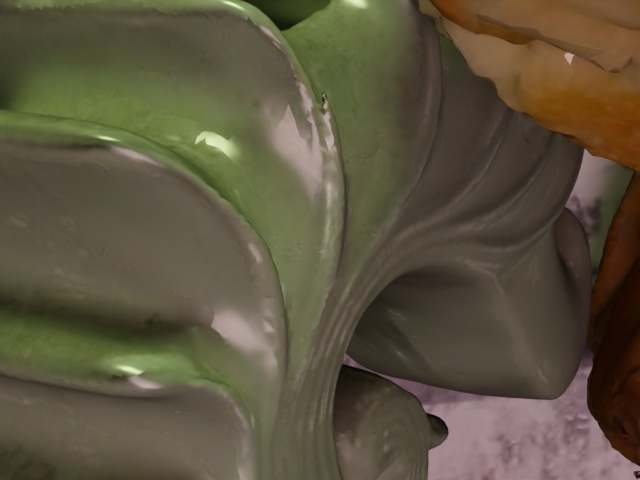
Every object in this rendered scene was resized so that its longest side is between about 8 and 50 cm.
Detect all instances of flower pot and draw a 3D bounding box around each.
[{"bbox_3d":[0.000,0.000,0.561,0.164,0.367,0.254,6,114,34],"label":"flower pot"}]

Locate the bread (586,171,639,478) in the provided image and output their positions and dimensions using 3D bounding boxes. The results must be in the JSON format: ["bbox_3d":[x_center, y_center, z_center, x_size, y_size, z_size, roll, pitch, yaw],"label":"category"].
[{"bbox_3d":[0.260,-0.031,0.675,0.195,0.149,0.344,19,111,-6],"label":"bread"}]

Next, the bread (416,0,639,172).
[{"bbox_3d":[0.220,-0.191,0.363,0.390,0.279,0.371,13,151,6],"label":"bread"}]
